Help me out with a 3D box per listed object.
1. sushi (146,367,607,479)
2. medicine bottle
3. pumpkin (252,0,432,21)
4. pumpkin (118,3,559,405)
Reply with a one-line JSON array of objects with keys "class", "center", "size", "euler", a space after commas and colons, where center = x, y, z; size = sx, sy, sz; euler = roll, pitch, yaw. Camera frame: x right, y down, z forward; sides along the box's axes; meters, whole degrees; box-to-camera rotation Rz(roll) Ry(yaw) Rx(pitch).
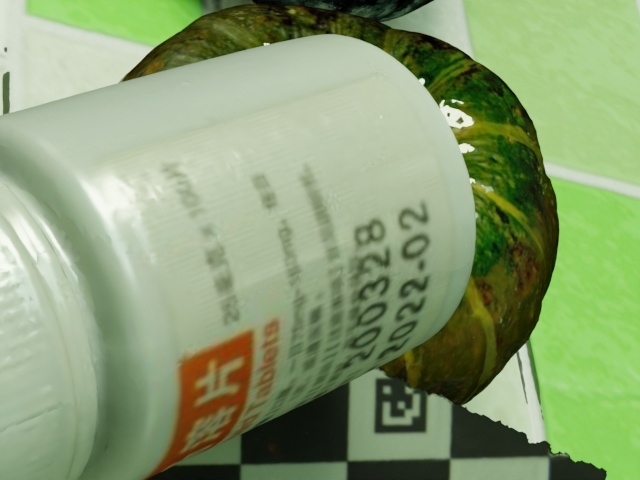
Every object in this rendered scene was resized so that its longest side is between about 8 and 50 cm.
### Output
[{"class": "sushi", "center": [-0.051, 0.162, 0.684], "size": [0.290, 0.050, 0.264], "euler": [27, 86, -14]}, {"class": "medicine bottle", "center": [-0.072, 0.013, 0.549], "size": [0.252, 0.144, 0.144], "euler": [-18, 72, -40]}, {"class": "pumpkin", "center": [0.013, -0.253, 0.965], "size": [0.233, 0.163, 0.233], "euler": [7, 72, -23]}, {"class": "pumpkin", "center": [0.000, 0.001, 0.795], "size": [0.260, 0.189, 0.260], "euler": [3, 58, -5]}]
